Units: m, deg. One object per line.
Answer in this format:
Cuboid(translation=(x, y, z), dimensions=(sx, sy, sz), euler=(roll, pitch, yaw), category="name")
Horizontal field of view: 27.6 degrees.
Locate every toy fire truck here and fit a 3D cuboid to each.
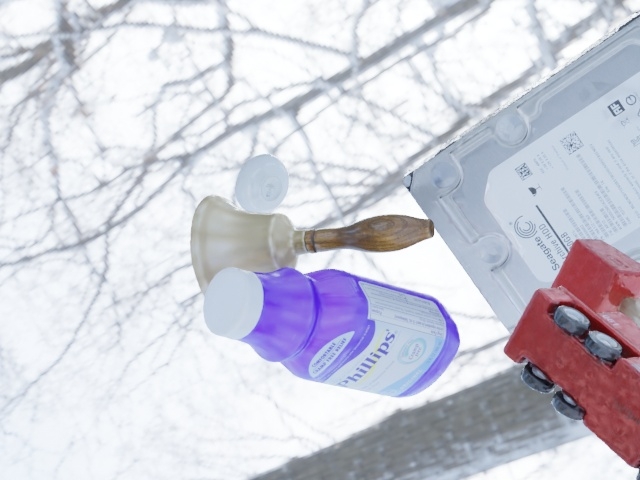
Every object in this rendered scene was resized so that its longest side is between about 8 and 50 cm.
Cuboid(translation=(0.176, 0.068, 0.720), dimensions=(0.135, 0.047, 0.192), euler=(1, -148, -43), category="toy fire truck")

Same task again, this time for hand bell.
Cuboid(translation=(0.000, 0.000, 1.344), dimensions=(0.126, 0.242, 0.126), euler=(-7, -90, -66), category="hand bell")

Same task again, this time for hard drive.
Cuboid(translation=(0.287, -0.067, 1.364), dimensions=(0.237, 0.339, 0.064), euler=(55, -162, -4), category="hard drive")

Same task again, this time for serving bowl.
Cuboid(translation=(-0.073, -0.073, 1.748), dimensions=(0.083, 0.027, 0.083), euler=(-16, -62, -33), category="serving bowl")

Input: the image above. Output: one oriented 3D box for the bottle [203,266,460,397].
Cuboid(translation=(0.012, 0.086, 1.303), dimensions=(0.283, 0.118, 0.092), euler=(17, -147, -42), category="bottle")
